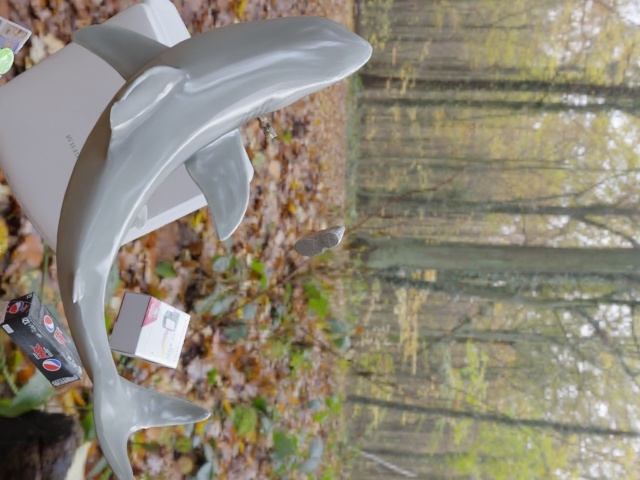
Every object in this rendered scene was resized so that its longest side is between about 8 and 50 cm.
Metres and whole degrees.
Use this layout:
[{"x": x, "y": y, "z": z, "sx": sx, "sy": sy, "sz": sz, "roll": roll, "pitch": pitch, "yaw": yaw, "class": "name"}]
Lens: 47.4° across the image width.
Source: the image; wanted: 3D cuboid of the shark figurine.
[{"x": -0.093, "y": -0.030, "z": 0.378, "sx": 0.116, "sy": 0.166, "sz": 0.278, "roll": 136, "pitch": -23, "yaw": -78, "class": "shark figurine"}]

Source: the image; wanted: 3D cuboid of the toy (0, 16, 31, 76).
[{"x": -0.604, "y": -0.337, "z": 1.163, "sx": 0.136, "sy": 0.237, "sz": 0.056, "roll": -63, "pitch": 176, "yaw": -16, "class": "toy"}]

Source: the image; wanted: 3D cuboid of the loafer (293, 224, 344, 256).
[{"x": 0.000, "y": 0.000, "z": 1.464, "sx": 0.045, "sy": 0.125, "sz": 0.039, "roll": 55, "pitch": 46, "yaw": -16, "class": "loafer"}]

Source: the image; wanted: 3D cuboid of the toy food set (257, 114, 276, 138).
[{"x": -0.108, "y": -0.217, "z": 1.317, "sx": 0.078, "sy": 0.019, "sz": 0.122, "roll": 57, "pitch": 1, "yaw": -8, "class": "toy food set"}]

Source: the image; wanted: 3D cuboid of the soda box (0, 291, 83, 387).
[{"x": -0.457, "y": 0.166, "z": 1.207, "sx": 0.060, "sy": 0.053, "sz": 0.169, "roll": -105, "pitch": 175, "yaw": -51, "class": "soda box"}]

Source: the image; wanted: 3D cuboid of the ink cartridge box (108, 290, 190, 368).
[{"x": -0.364, "y": 0.195, "z": 1.569, "sx": 0.175, "sy": 0.072, "sz": 0.127, "roll": 45, "pitch": 55, "yaw": -64, "class": "ink cartridge box"}]

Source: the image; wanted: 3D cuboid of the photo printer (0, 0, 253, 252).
[{"x": -0.272, "y": -0.127, "z": 0.932, "sx": 0.256, "sy": 0.308, "sz": 0.107, "roll": 65, "pitch": 20, "yaw": -6, "class": "photo printer"}]
